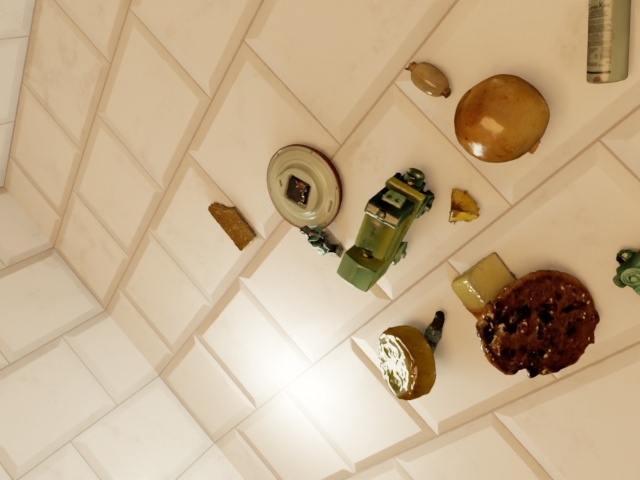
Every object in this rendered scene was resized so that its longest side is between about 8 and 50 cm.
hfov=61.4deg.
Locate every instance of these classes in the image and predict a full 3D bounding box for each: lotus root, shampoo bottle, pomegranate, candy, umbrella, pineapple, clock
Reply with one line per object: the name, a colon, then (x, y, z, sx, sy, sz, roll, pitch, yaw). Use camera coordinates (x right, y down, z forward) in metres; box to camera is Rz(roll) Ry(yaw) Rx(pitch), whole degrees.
lotus root: (0.295, -0.445, 1.480, 0.150, 0.062, 0.073, 40, 131, 12)
shampoo bottle: (0.635, -0.485, 1.186, 0.085, 0.085, 0.262, 6, 116, 35)
pomegranate: (0.445, -0.301, 1.341, 0.233, 0.233, 0.233, 18, 123, 30)
candy: (0.290, 0.418, 1.857, 0.260, 0.118, 0.259, 32, 127, 55)
umbrella: (0.377, 0.338, 1.844, 0.053, 0.052, 0.250, 48, 140, 43)
pineapple: (0.404, -0.083, 1.589, 0.114, 0.077, 0.114, 43, 145, 16)
clock: (-0.064, -0.181, 1.885, 0.319, 0.080, 0.318, 18, 123, 29)

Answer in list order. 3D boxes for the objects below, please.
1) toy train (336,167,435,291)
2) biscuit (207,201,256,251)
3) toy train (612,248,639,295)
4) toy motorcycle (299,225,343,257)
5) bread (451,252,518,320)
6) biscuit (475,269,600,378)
toy train: (0.198, -0.032, 1.648, 0.160, 0.253, 0.397, 34, 131, 17)
biscuit: (-0.361, -0.075, 2.203, 0.237, 0.026, 0.131, 52, 131, 4)
toy train: (0.846, 0.051, 1.315, 0.159, 0.101, 0.248, 32, 131, -1)
toy motorcycle: (0.000, 0.000, 1.900, 0.100, 0.058, 0.173, 3, 150, 39)
bread: (0.525, 0.174, 1.661, 0.240, 0.135, 0.178, 51, 166, 2)
biscuit: (0.606, 0.237, 1.515, 0.334, 0.081, 0.289, -33, 95, 8)
